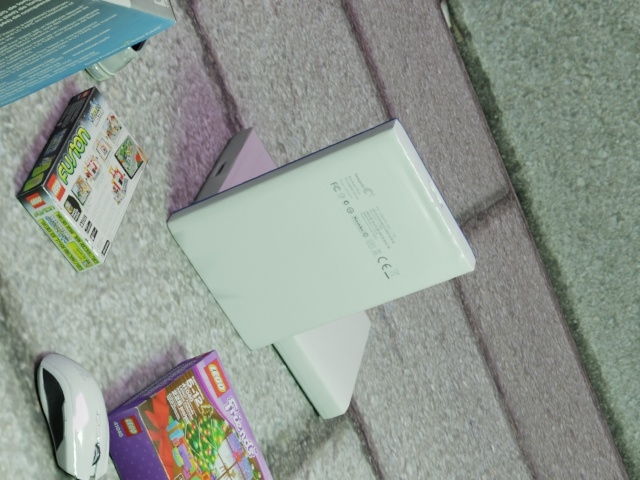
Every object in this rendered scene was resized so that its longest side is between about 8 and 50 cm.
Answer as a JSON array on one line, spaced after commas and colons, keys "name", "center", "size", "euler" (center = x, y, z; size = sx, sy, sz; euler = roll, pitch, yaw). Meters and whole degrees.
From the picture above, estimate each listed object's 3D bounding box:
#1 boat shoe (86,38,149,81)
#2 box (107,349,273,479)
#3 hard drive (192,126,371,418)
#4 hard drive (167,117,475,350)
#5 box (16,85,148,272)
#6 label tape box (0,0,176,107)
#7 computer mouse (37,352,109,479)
[{"name": "boat shoe", "center": [-0.233, -0.281, 1.626], "size": [0.079, 0.081, 0.227], "euler": [54, 28, -30]}, {"name": "box", "center": [-0.118, 0.287, 1.424], "size": [0.293, 0.057, 0.201], "euler": [66, 23, -5]}, {"name": "hard drive", "center": [-0.046, 0.043, 1.802], "size": [0.353, 0.047, 0.233], "euler": [58, 25, -21]}, {"name": "hard drive", "center": [0.000, 0.000, 1.591], "size": [0.210, 0.319, 0.040], "euler": [58, 25, -22]}, {"name": "box", "center": [-0.259, -0.071, 1.449], "size": [0.114, 0.036, 0.207], "euler": [56, 27, -27]}, {"name": "label tape box", "center": [-0.324, -0.219, 1.177], "size": [0.334, 0.241, 0.105], "euler": [-1, 72, -65]}, {"name": "computer mouse", "center": [-0.230, 0.198, 1.277], "size": [0.106, 0.042, 0.193], "euler": [5, 66, -63]}]
